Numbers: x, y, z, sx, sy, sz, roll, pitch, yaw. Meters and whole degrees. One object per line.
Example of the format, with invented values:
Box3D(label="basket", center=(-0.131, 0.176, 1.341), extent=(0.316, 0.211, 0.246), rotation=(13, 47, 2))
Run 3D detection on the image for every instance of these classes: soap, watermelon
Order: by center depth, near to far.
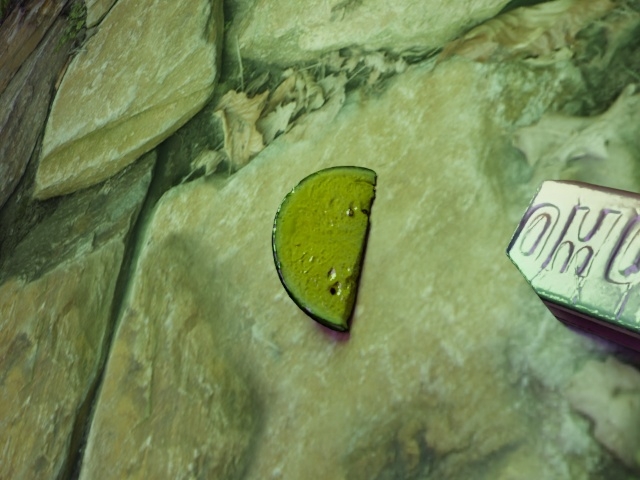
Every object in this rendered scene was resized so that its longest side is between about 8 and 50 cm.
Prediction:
Box3D(label="soap", center=(0.204, 0.014, 0.487), extent=(0.149, 0.056, 0.100), rotation=(24, 80, 48))
Box3D(label="watermelon", center=(-0.008, -0.004, 0.687), extent=(0.092, 0.075, 0.181), rotation=(-5, 60, 37))
